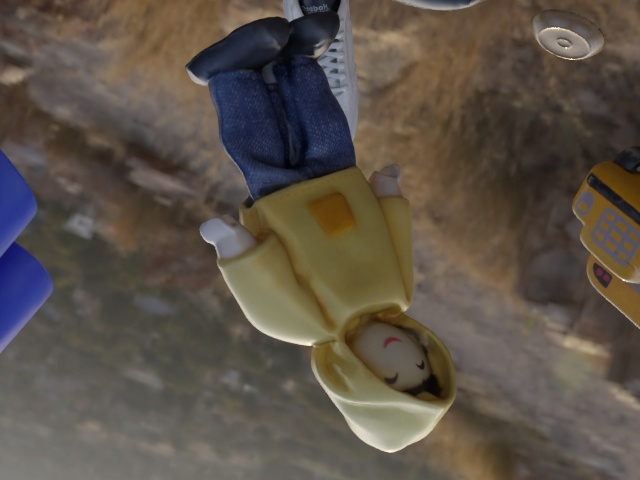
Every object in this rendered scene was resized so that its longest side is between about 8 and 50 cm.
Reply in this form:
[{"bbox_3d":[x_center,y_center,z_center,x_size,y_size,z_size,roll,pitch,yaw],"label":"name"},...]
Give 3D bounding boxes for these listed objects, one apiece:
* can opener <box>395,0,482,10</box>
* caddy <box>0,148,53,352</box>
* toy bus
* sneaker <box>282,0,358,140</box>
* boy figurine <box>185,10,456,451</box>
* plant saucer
[{"bbox_3d":[0.022,-0.149,0.624,0.186,0.073,0.059,32,134,42],"label":"can opener"},{"bbox_3d":[-0.340,-0.016,0.981,0.341,0.179,0.241,36,155,16],"label":"caddy"},{"bbox_3d":[0.338,-0.001,1.261,0.332,0.130,0.108,-6,-139,-44],"label":"toy bus"},{"bbox_3d":[-0.002,-0.207,1.592,0.090,0.235,0.095,-9,-172,-7],"label":"sneaker"},{"bbox_3d":[0.000,0.000,0.959,0.177,0.285,0.092,-10,167,-45],"label":"boy figurine"},{"bbox_3d":[0.260,-0.215,1.575,0.083,0.015,0.083,19,159,8],"label":"plant saucer"}]
